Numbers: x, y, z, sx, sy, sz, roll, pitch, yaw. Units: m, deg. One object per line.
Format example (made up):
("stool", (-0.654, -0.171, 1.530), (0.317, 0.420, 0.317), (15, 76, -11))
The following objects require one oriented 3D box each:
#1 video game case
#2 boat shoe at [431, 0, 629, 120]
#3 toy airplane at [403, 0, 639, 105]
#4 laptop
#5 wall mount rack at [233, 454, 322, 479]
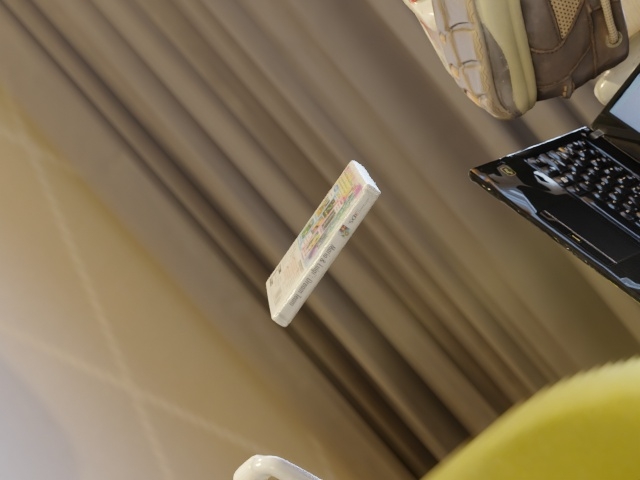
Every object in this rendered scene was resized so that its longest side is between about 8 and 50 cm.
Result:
("video game case", (0.000, 0.000, 1.579), (0.143, 0.019, 0.157), (-55, 8, 6))
("boat shoe", (0.125, -0.256, 1.136), (0.130, 0.355, 0.132), (-16, 28, -9))
("toy airplane", (0.244, -0.307, 1.651), (0.272, 0.386, 0.384), (16, 96, 61))
("laptop", (0.293, -0.064, 1.341), (0.264, 0.234, 0.136), (-20, -40, -46))
("wall mount rack", (-0.082, 0.298, 1.164), (0.350, 0.130, 0.304), (-62, 1, -37))
